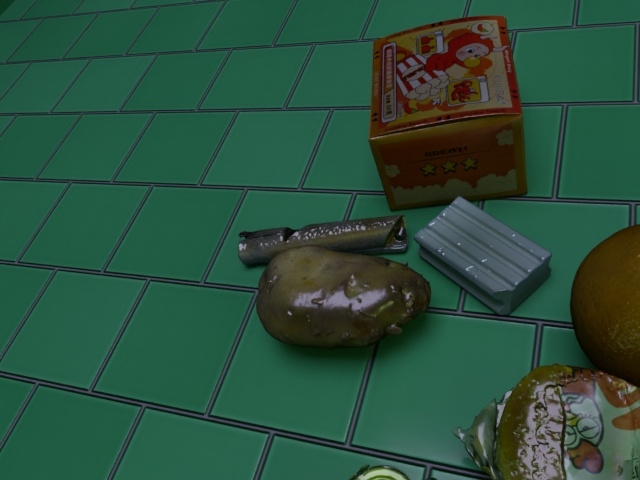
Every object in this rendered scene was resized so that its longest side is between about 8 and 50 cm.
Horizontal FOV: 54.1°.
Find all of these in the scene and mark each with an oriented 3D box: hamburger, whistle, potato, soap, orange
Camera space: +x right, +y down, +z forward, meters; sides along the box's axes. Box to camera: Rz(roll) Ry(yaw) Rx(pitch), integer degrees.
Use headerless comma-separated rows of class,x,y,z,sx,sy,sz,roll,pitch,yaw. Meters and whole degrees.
hamburger,0.290,0.256,0.793,0.235,0.125,0.214,19,59,19
whistle,0.000,0.000,1.162,0.326,0.057,0.068,-5,96,17
potato,0.032,0.095,1.019,0.296,0.141,0.192,-2,36,20
soap,0.265,0.022,1.037,0.119,0.067,0.198,-40,50,-12
orange,0.438,0.087,0.808,0.236,0.236,0.236,-10,50,12

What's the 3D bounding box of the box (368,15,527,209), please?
box,0.235,-0.237,1.166,0.259,0.214,0.284,-6,50,14

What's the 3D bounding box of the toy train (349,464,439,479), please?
toy train,0.063,0.404,0.746,0.271,0.159,0.188,-33,55,-8
